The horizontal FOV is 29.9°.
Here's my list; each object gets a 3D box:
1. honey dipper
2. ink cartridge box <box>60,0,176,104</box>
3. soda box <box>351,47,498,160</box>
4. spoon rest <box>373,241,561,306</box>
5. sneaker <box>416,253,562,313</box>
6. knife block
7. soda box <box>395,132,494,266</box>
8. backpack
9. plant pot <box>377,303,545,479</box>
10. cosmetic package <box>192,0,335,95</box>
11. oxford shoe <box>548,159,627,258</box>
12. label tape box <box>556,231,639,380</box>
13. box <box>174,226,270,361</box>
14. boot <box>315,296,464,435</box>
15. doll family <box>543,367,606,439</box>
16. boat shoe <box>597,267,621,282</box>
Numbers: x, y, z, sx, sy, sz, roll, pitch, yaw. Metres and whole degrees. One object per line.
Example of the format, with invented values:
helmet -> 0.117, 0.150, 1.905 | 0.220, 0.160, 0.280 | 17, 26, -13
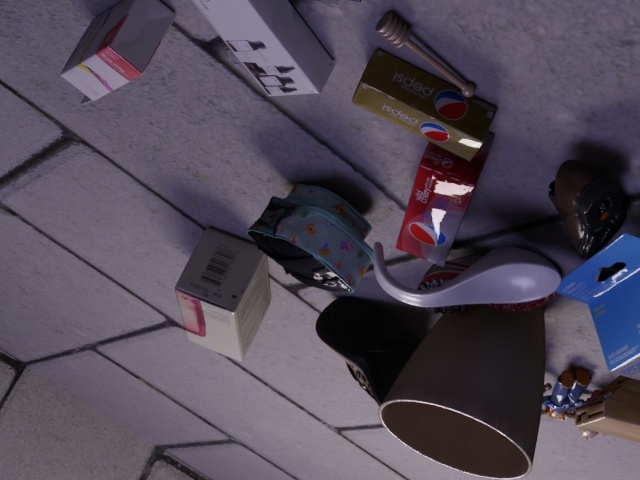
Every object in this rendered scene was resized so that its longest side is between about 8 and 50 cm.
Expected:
honey dipper -> 0.137, -0.231, 1.529 | 0.160, 0.030, 0.030 | 36, 152, -23
ink cartridge box -> -0.304, -0.277, 1.735 | 0.067, 0.115, 0.198 | 38, 151, -25
soda box -> 0.137, -0.179, 1.587 | 0.181, 0.061, 0.058 | 26, 155, 0
spoon rest -> 0.212, 0.057, 1.753 | 0.276, 0.084, 0.137 | 4, 154, 6
sneaker -> 0.268, 0.055, 1.895 | 0.225, 0.093, 0.088 | -1, 123, 18
knife block -> 0.571, 0.294, 1.889 | 0.242, 0.275, 0.088 | 56, 152, 5
soda box -> 0.175, -0.065, 1.730 | 0.083, 0.092, 0.263 | 22, 154, 7
backpack -> 0.000, 0.000, 1.932 | 0.166, 0.144, 0.188 | 45, 171, -30
plant pot -> 0.261, 0.207, 1.949 | 0.256, 0.274, 0.256 | 20, 153, 11
cosmetic package -> -0.086, -0.289, 1.584 | 0.098, 0.060, 0.239 | 0, 144, 40
oxford shoe -> 0.361, -0.048, 1.638 | 0.096, 0.083, 0.227 | 46, 171, 27
label tape box -> 0.517, 0.124, 1.693 | 0.333, 0.106, 0.241 | 17, 155, -9
box -> -0.183, 0.105, 2.295 | 0.126, 0.149, 0.232 | 21, 153, 11
boot -> 0.169, 0.283, 2.238 | 0.377, 0.138, 0.284 | 36, 169, 41
doll family -> 0.413, 0.281, 2.168 | 0.262, 0.118, 0.163 | 6, 147, -2
boat shoe -> 0.475, 0.073, 1.778 | 0.133, 0.042, 0.049 | 8, 146, 29
